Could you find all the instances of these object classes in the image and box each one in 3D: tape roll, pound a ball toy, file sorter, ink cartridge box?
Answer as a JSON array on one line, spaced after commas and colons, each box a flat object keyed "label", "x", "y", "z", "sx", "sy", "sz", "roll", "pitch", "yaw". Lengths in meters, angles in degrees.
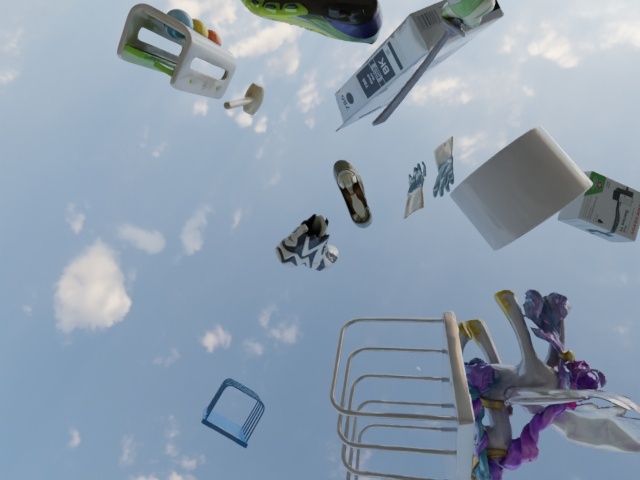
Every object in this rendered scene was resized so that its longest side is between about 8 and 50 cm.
[{"label": "tape roll", "x": 0.442, "y": -0.114, "z": 0.950, "sx": 0.246, "sy": 0.246, "sz": 0.169, "roll": -37, "pitch": -100, "yaw": 1}, {"label": "pound a ball toy", "x": -0.241, "y": -0.381, "z": 0.905, "sx": 0.208, "sy": 0.319, "sz": 0.135, "roll": 29, "pitch": -74, "yaw": 0}, {"label": "file sorter", "x": -0.211, "y": 0.414, "z": 1.036, "sx": 0.118, "sy": 0.170, "sz": 0.104, "roll": 33, "pitch": -108, "yaw": -4}, {"label": "ink cartridge box", "x": 0.838, "y": -0.097, "z": 1.249, "sx": 0.208, "sy": 0.087, "sz": 0.153, "roll": 19, "pitch": -93, "yaw": -11}, {"label": "file sorter", "x": 0.123, "y": 0.275, "z": 0.634, "sx": 0.173, "sy": 0.277, "sz": 0.193, "roll": -2, "pitch": -150, "yaw": 12}, {"label": "ink cartridge box", "x": 0.137, "y": -0.302, "z": 0.740, "sx": 0.165, "sy": 0.333, "sz": 0.065, "roll": -33, "pitch": -84, "yaw": -21}]

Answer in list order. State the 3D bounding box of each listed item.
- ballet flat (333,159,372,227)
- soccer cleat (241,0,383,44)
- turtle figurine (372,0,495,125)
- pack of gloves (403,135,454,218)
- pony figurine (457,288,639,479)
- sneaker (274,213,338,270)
[{"label": "ballet flat", "x": 0.091, "y": -0.137, "z": 1.178, "sx": 0.072, "sy": 0.068, "sz": 0.213, "roll": -23, "pitch": -98, "yaw": 8}, {"label": "soccer cleat", "x": -0.022, "y": -0.426, "z": 0.793, "sx": 0.289, "sy": 0.121, "sz": 0.093, "roll": 20, "pitch": -95, "yaw": 17}, {"label": "turtle figurine", "x": 0.126, "y": -0.308, "z": 0.398, "sx": 0.266, "sy": 0.274, "sz": 0.197, "roll": -16, "pitch": -129, "yaw": 8}, {"label": "pack of gloves", "x": 0.350, "y": -0.187, "z": 1.313, "sx": 0.195, "sy": 0.046, "sz": 0.232, "roll": -37, "pitch": -150, "yaw": 46}, {"label": "pony figurine", "x": 0.401, "y": 0.271, "z": 0.787, "sx": 0.351, "sy": 0.303, "sz": 0.363, "roll": -28, "pitch": -143, "yaw": 39}, {"label": "sneaker", "x": 0.000, "y": 0.000, "z": 1.164, "sx": 0.153, "sy": 0.235, "sz": 0.094, "roll": -49, "pitch": -129, "yaw": 28}]
